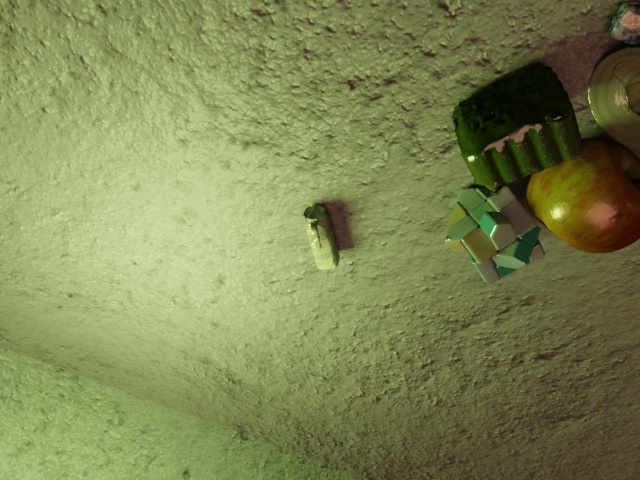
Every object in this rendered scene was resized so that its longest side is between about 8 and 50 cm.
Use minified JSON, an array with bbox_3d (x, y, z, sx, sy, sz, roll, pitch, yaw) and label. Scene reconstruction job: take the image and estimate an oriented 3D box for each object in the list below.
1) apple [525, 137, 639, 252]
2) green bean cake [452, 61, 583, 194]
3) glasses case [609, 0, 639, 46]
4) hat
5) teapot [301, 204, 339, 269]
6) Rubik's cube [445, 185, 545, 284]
[{"bbox_3d":[0.663,-0.101,1.396,0.302,0.301,0.301,3,131,3],"label":"apple"},{"bbox_3d":[0.444,-0.263,1.295,0.250,0.247,0.156,-21,127,22],"label":"green bean cake"},{"bbox_3d":[0.755,-0.454,1.218,0.248,0.065,0.087,12,129,-3],"label":"glasses case"},{"bbox_3d":[0.756,-0.336,1.280,0.110,0.252,0.252,-32,133,-22],"label":"hat"},{"bbox_3d":[0.000,0.000,1.660,0.077,0.107,0.200,-5,130,14],"label":"teapot"},{"bbox_3d":[0.455,-0.020,1.504,0.224,0.265,0.213,-31,133,12],"label":"Rubik's cube"}]
